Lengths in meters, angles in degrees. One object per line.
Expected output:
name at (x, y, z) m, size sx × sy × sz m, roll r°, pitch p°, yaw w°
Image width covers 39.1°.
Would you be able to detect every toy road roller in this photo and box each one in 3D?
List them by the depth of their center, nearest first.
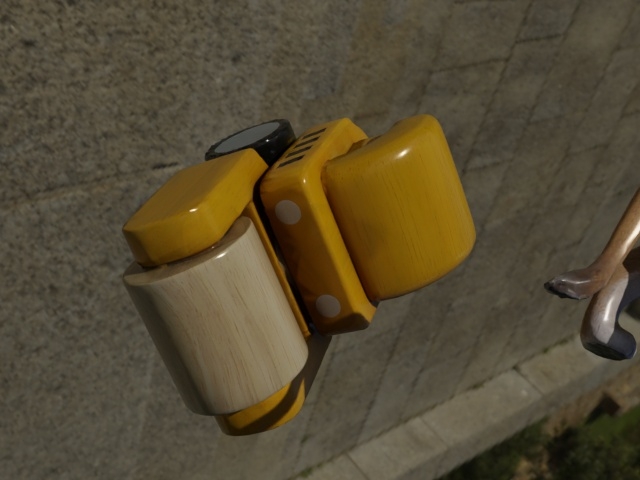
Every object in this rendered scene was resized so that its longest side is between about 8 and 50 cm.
toy road roller at (0.000, 0.000, 0.817) m, size 0.202 × 0.241 × 0.329 m, roll 67°, pitch 25°, yaw -19°

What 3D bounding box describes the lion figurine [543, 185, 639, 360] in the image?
lion figurine at (0.346, 0.002, 0.546) m, size 0.142 × 0.392 × 0.240 m, roll 132°, pitch -21°, yaw -76°
